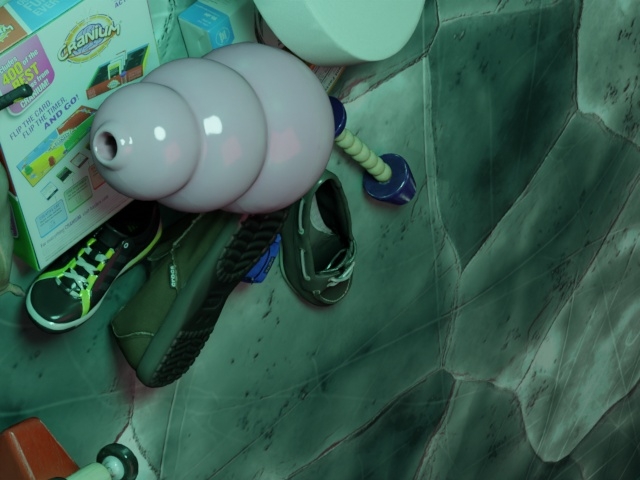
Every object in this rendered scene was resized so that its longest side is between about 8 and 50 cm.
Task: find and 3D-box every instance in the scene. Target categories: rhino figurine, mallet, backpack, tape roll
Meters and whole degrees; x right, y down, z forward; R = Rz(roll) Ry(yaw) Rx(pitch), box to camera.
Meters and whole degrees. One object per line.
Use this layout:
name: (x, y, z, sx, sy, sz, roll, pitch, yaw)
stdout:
rhino figurine: (-0.387, -0.008, 1.710, 0.073, 0.106, 0.243, -32, 136, -35)
mallet: (-0.390, -0.119, 1.593, 0.189, 0.039, 0.062, -27, 169, 22)
backpack: (-0.109, 0.015, 2.093, 0.098, 0.101, 0.120, -59, 150, 8)
tape roll: (0.016, -0.404, 1.832, 0.392, 0.072, 0.392, 15, 72, -57)

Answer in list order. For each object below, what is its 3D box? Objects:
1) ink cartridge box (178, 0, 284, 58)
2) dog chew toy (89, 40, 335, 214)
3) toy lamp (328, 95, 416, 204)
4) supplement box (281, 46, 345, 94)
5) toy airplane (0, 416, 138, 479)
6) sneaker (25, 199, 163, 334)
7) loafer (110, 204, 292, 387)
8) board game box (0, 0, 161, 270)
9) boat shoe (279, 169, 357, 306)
ink cartridge box: (-0.089, -0.286, 1.937, 0.180, 0.060, 0.104, -42, 141, -26)
dog chew toy: (-0.131, -0.121, 1.742, 0.332, 0.206, 0.207, -14, 124, -54)
toy lamp: (0.064, -0.125, 2.240, 0.080, 0.080, 0.274, -58, 143, -5)
supplement box: (0.021, -0.306, 2.052, 0.233, 0.078, 0.080, -56, 148, -7)
toy airplane: (-0.333, 0.469, 1.978, 0.386, 0.272, 0.384, 41, 48, -42)
sneaker: (-0.279, 0.014, 1.875, 0.235, 0.084, 0.097, -49, 167, -35)
loafer: (-0.165, 0.013, 1.974, 0.366, 0.130, 0.134, -57, 160, 5)
board game box: (-0.288, -0.151, 1.755, 0.242, 0.064, 0.316, -40, 144, -29)
boat shoe: (0.000, 0.000, 2.224, 0.112, 0.095, 0.335, -45, 143, -22)
